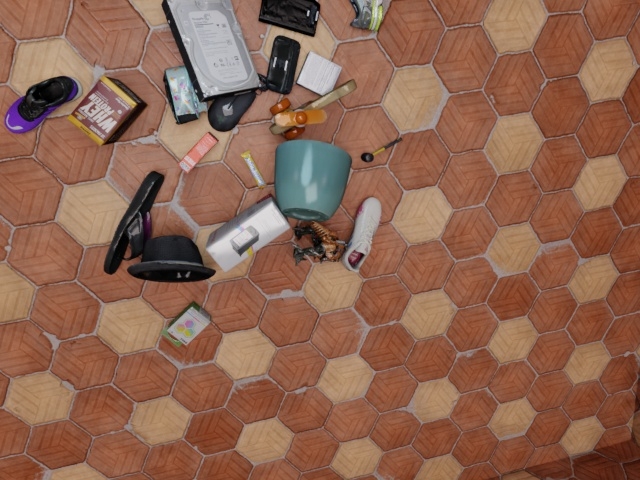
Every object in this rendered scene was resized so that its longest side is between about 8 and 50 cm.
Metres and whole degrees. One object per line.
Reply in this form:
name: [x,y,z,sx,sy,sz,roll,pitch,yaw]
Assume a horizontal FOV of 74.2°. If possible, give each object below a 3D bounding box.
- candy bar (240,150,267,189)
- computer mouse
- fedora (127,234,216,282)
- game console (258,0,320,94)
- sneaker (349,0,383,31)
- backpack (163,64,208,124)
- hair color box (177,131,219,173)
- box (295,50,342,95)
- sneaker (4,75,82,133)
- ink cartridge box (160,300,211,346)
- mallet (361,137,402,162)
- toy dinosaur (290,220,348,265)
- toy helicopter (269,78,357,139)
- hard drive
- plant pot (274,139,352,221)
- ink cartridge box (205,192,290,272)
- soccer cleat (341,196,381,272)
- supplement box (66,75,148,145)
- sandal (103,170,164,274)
candy bar: [-0.265,-0.281,1.696,0.040,0.018,0.161,-27,109,-1]
computer mouse: [-0.328,-0.531,1.580,0.188,0.072,0.272,31,99,-18]
fedora: [-0.567,0.067,1.637,0.334,0.334,0.153,-1,76,-10]
game console: [-0.136,-0.734,1.563,0.213,0.044,0.361,11,101,-13]
sneaker: [0.161,-0.923,1.536,0.121,0.111,0.300,-4,105,-5]
backpack: [-0.478,-0.525,1.504,0.144,0.166,0.188,-19,112,-6]
hair color box: [-0.463,-0.335,1.603,0.053,0.093,0.167,42,95,-18]
box: [-0.008,-0.627,1.609,0.137,0.072,0.126,22,102,-15]
sneaker: [-0.971,-0.470,1.441,0.293,0.146,0.102,-35,109,1]
ink cartridge box: [-0.580,0.372,1.812,0.209,0.062,0.109,-43,110,5]
mallet: [0.252,-0.379,1.757,0.189,0.062,0.039,-32,112,-15]
toy dinosaur: [0.000,0.000,1.724,0.218,0.164,0.322,-2,133,10]
toy helicopter: [-0.033,-0.480,1.527,0.355,0.235,0.140,-25,110,17]
hard drive: [-0.367,-0.667,1.456,0.237,0.064,0.339,-25,99,-34]
plant pot: [-0.039,-0.203,1.576,0.293,0.293,0.235,10,77,-13]
ink cartridge box: [-0.281,-0.038,1.657,0.306,0.226,0.131,-35,108,3]
soccer cleat: [0.189,-0.016,1.793,0.116,0.143,0.331,17,103,-15]
supplement box: [-0.729,-0.447,1.466,0.129,0.194,0.191,42,96,-19]
sandal: [-0.691,-0.047,1.606,0.107,0.167,0.446,29,99,-8]
